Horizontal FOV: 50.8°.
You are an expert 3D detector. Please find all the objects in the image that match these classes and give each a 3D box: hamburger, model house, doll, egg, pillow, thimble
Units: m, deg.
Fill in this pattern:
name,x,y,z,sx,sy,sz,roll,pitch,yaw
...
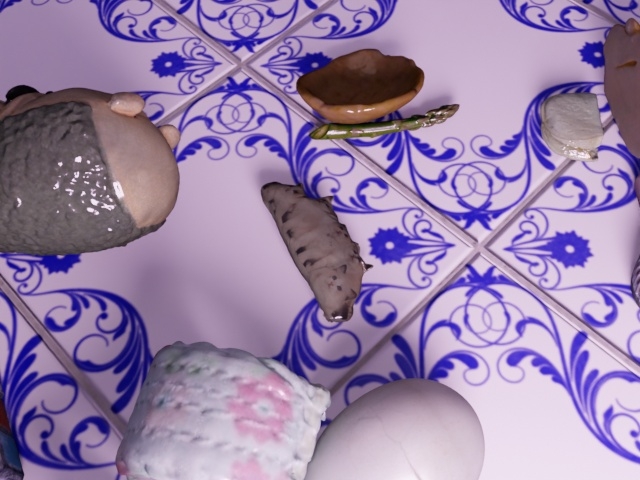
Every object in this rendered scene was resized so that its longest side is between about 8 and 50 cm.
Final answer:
name,x,y,z,sx,sy,sz,roll,pitch,yaw
hamburger,0.369,-0.175,1.001,0.084,0.054,0.121,5,57,10
model house,0.554,-0.220,0.959,0.229,0.219,0.199,-3,18,-5
doll,-0.367,-0.091,0.889,0.349,0.247,0.247,-14,59,12
egg,0.077,0.236,0.717,0.209,0.151,0.151,-32,63,-11
pillow,0.001,0.001,0.913,0.093,0.051,0.241,-26,61,-6
thimble,-0.100,0.203,0.717,0.211,0.185,0.149,1,58,26

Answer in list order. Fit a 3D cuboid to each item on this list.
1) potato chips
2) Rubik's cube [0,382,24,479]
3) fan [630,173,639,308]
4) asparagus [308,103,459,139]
name,x,y,z,sx,sy,sz,roll,pitch,yaw
potato chips,0.060,-0.227,1.022,0.195,0.062,0.208,-9,35,-4
Rubik's cube,-0.534,0.163,0.708,0.287,0.293,0.292,-24,64,-11
fan,0.469,0.004,0.884,0.130,0.074,0.244,-5,54,13
asparagus,0.099,-0.176,1.026,0.236,0.027,0.034,-9,71,-2
